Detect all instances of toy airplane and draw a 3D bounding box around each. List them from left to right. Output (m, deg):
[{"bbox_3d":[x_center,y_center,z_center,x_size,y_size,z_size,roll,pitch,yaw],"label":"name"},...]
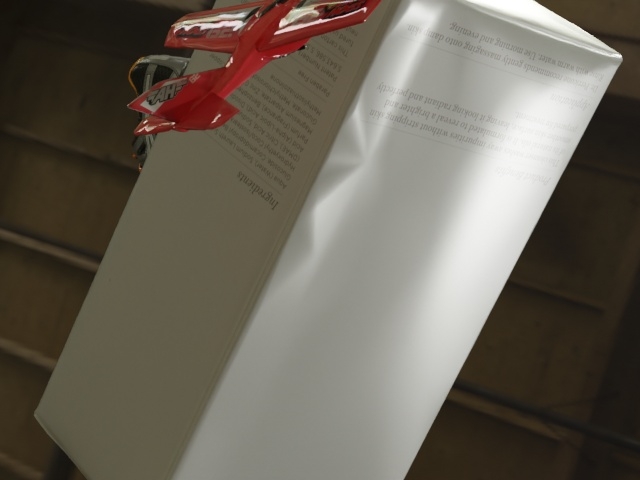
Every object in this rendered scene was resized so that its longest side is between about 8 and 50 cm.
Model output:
[{"bbox_3d":[-0.034,-0.089,0.833,0.151,0.151,0.028,-8,-64,35],"label":"toy airplane"}]

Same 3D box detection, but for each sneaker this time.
[{"bbox_3d":[-0.111,-0.060,1.409,0.083,0.084,0.215,21,-53,23],"label":"sneaker"}]

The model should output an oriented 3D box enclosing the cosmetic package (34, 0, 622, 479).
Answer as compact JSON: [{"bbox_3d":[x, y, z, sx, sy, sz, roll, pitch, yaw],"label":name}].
[{"bbox_3d":[0.000,0.000,1.116,0.156,0.217,0.385,42,-70,42],"label":"cosmetic package"}]
